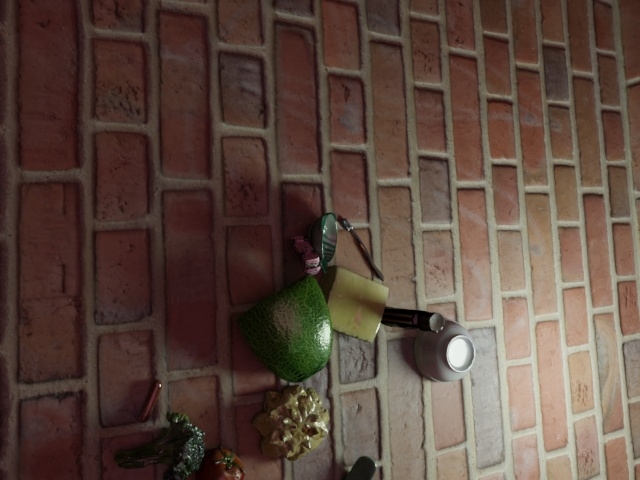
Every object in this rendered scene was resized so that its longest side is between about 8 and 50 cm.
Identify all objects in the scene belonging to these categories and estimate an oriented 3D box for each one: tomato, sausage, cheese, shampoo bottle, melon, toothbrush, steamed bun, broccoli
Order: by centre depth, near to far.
[{"bbox_3d":[-0.514,0.664,1.579,0.275,0.177,0.198,14,85,-11],"label":"broccoli"},{"bbox_3d":[-0.569,0.538,1.619,0.030,0.035,0.146,38,68,-52],"label":"sausage"},{"bbox_3d":[-0.343,0.803,1.644,0.168,0.167,0.167,2,85,-25],"label":"tomato"},{"bbox_3d":[-0.097,0.346,1.773,0.331,0.226,0.343,-33,89,-27],"label":"melon"},{"bbox_3d":[-0.101,0.677,1.776,0.292,0.137,0.295,-34,102,-21],"label":"steamed bun"},{"bbox_3d":[0.361,0.315,1.920,0.129,0.323,0.083,18,79,-24],"label":"shampoo bottle"},{"bbox_3d":[0.120,0.253,1.924,0.266,0.124,0.242,24,79,-21],"label":"cheese"},{"bbox_3d":[0.183,0.042,2.026,0.031,0.023,0.321,-39,101,-16],"label":"toothbrush"}]

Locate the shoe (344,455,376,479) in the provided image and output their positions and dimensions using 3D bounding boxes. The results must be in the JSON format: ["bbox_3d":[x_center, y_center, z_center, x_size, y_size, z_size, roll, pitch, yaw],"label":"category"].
[{"bbox_3d":[0.146,0.964,1.898,0.250,0.103,0.100,-60,154,-4],"label":"shoe"}]

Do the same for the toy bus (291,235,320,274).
[{"bbox_3d":[-0.058,0.053,1.812,0.063,0.203,0.090,-11,117,-15],"label":"toy bus"}]

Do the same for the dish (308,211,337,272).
[{"bbox_3d":[0.000,0.000,1.879,0.078,0.224,0.245,3,60,17],"label":"dish"}]

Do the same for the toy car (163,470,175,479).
[{"bbox_3d":[-0.500,0.818,1.631,0.041,0.025,0.093,-27,100,-27],"label":"toy car"}]

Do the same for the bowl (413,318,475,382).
[{"bbox_3d":[0.563,0.484,2.104,0.287,0.144,0.286,2,84,-24],"label":"bowl"}]
